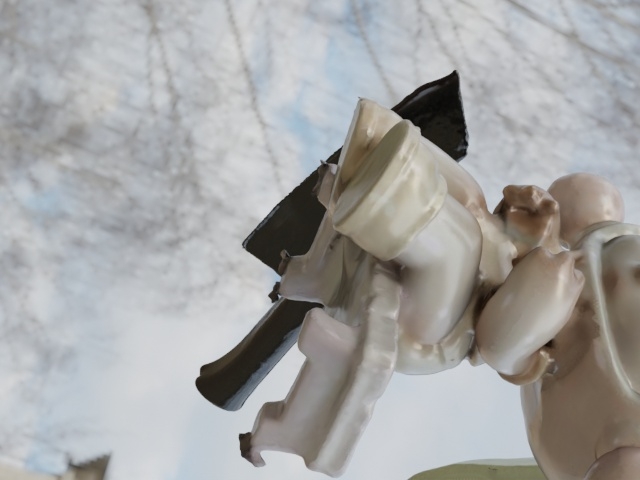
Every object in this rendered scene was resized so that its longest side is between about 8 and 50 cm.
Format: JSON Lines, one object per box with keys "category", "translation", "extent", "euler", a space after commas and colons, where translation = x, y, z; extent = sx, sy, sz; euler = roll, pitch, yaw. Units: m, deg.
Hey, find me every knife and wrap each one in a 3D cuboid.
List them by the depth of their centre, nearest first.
{"category": "knife", "translation": [0.000, 0.000, 0.804], "extent": [0.230, 0.060, 0.028], "euler": [-48, -164, 29]}

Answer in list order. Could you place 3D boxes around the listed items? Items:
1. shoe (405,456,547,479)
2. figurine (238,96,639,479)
{"category": "shoe", "translation": [0.188, 0.219, 1.201], "extent": [0.363, 0.160, 0.132], "euler": [-24, -111, 47]}
{"category": "figurine", "translation": [0.105, 0.055, 0.672], "extent": [0.182, 0.257, 0.144], "euler": [-109, -137, -74]}
